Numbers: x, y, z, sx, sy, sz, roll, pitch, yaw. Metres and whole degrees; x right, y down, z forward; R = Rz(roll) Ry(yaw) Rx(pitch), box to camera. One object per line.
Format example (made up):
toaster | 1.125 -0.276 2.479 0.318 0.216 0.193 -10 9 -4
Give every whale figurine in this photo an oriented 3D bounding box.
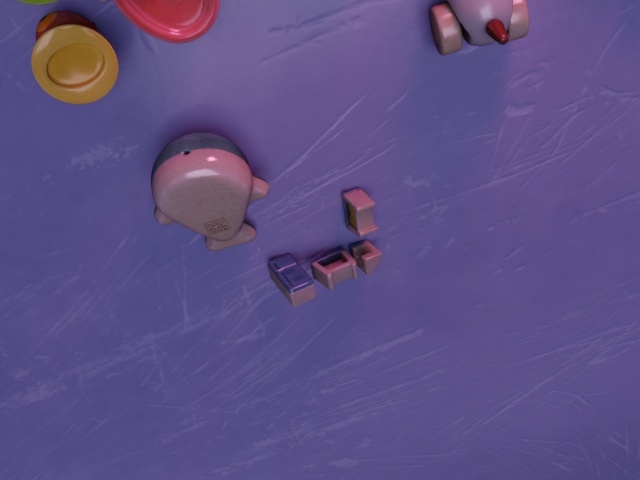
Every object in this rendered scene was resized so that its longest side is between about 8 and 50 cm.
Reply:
whale figurine | -0.201 -0.088 1.135 0.216 0.141 0.272 -16 147 3

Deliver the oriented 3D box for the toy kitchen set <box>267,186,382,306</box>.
toy kitchen set | 0.000 0.000 1.229 0.207 0.122 0.166 -22 124 -18

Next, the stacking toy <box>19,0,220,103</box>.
stacking toy | -0.326 -0.390 0.911 0.308 0.130 0.280 -28 132 -3

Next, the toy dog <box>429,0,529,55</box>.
toy dog | 0.238 -0.429 0.949 0.220 0.161 0.334 -34 120 11
